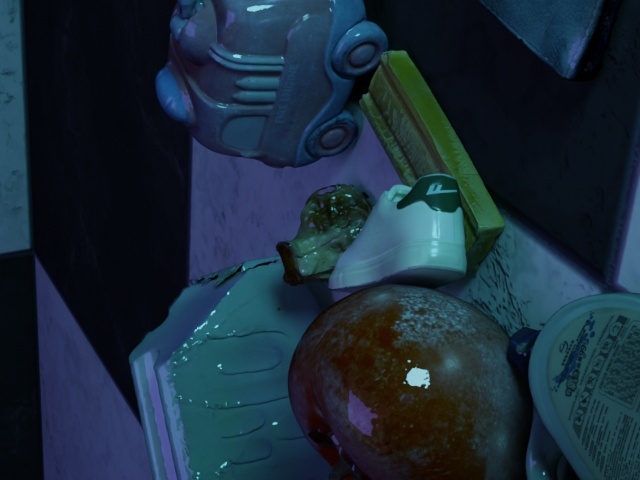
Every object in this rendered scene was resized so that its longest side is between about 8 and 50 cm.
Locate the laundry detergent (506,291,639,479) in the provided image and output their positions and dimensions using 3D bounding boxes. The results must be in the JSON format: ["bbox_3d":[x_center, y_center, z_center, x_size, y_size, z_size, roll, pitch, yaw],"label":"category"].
[{"bbox_3d":[0.249,0.148,1.077,0.280,0.105,0.215,21,98,58],"label":"laundry detergent"}]

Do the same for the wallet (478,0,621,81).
[{"bbox_3d":[0.224,-0.332,1.058,0.191,0.046,0.379,56,145,38],"label":"wallet"}]

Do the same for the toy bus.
[{"bbox_3d":[-0.077,-0.222,1.499,0.197,0.232,0.294,62,149,32],"label":"toy bus"}]

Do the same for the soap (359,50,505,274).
[{"bbox_3d":[0.117,-0.088,1.376,0.252,0.037,0.092,65,150,27],"label":"soap"}]

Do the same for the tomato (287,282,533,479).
[{"bbox_3d":[0.100,0.164,1.278,0.270,0.227,0.270,47,161,21],"label":"tomato"}]

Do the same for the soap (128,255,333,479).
[{"bbox_3d":[-0.093,0.255,1.674,0.156,0.261,0.446,-24,76,64],"label":"soap"}]

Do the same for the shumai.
[{"bbox_3d":[0.001,0.003,1.555,0.145,0.116,0.145,30,124,59],"label":"shumai"}]

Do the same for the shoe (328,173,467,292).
[{"bbox_3d":[0.085,0.000,1.348,0.265,0.095,0.110,162,114,-68],"label":"shoe"}]
